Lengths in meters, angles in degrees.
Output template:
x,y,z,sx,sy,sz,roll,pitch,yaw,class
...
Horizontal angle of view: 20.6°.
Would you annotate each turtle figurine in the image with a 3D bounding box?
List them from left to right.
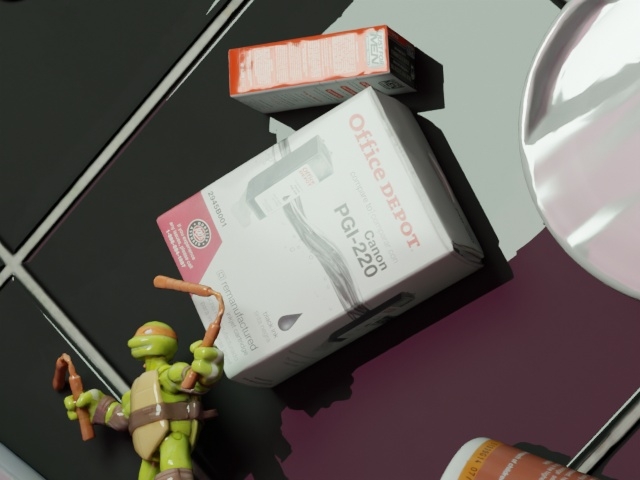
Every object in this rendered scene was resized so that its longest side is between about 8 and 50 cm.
x,y,z,sx,sy,sz,roll,pitch,yaw,class
-0.136,0.158,1.435,0.269,0.087,0.217,-26,62,47,turtle figurine

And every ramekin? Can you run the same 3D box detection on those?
x,y,z,sx,sy,sz,roll,pitch,yaw,class
0.291,-0.078,1.300,0.273,0.127,0.273,-3,81,22,ramekin

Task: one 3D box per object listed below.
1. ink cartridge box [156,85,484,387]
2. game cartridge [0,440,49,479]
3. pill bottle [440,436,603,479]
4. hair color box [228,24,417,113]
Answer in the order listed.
x,y,z,sx,sy,sz,roll,pitch,yaw,class
0.000,0.000,1.429,0.218,0.092,0.158,-30,72,14,ink cartridge box
-0.292,0.298,1.491,0.355,0.068,0.230,38,93,10,game cartridge
0.191,0.234,1.296,0.216,0.121,0.121,18,89,24,pill bottle
0.002,-0.140,1.460,0.141,0.072,0.043,-6,80,21,hair color box
